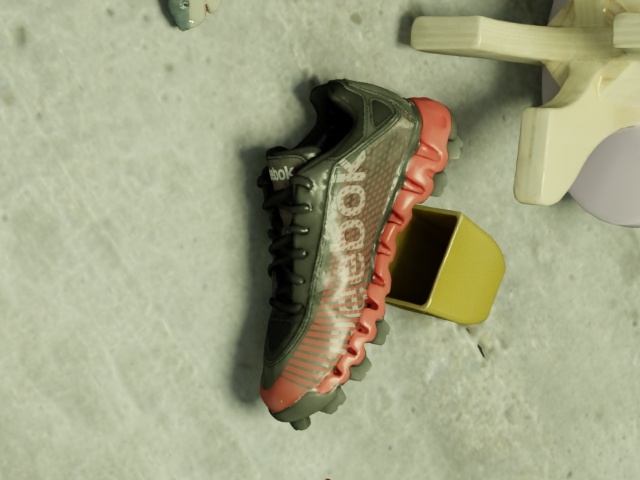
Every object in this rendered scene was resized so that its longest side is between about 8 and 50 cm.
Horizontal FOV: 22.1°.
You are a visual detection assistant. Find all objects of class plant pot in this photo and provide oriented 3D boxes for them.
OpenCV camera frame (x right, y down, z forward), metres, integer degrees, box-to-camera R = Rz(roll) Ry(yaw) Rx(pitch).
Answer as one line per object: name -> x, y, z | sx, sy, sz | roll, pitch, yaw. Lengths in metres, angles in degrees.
plant pot -> 0.098, 0.025, 1.298 | 0.083, 0.081, 0.082 | 26, 81, -38

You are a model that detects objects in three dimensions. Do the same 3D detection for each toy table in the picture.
toy table -> 0.215, -0.153, 1.266 | 0.161, 0.252, 0.274 | 6, 78, -49

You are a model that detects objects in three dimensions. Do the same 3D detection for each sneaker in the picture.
sneaker -> 0.000, 0.000, 1.233 | 0.135, 0.097, 0.276 | 27, 79, -26

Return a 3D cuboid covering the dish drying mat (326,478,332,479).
dish drying mat -> 0.029, 0.224, 1.312 | 0.083, 0.008, 0.032 | 37, 78, -24

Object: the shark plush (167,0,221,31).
shark plush -> -0.116, -0.234, 1.185 | 0.067, 0.073, 0.161 | -30, 114, 9
